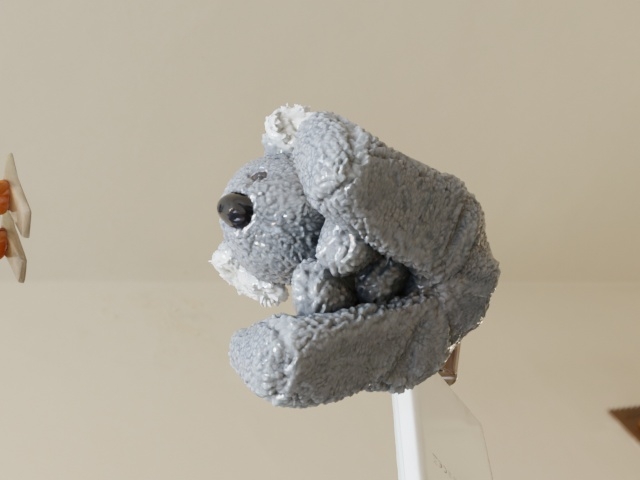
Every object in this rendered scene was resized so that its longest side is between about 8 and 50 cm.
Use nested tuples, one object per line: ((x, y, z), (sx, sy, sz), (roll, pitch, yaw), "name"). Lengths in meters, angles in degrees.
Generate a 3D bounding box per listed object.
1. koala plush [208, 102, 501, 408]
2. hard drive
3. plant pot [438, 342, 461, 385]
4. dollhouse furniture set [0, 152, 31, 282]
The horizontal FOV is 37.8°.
((0.000, 0.000, 0.714), (0.203, 0.221, 0.196), (9, -78, -41), "koala plush")
((0.164, 0.288, 1.211), (0.040, 0.307, 0.203), (-33, -67, 17), "hard drive")
((0.184, 0.171, 1.679), (0.166, 0.165, 0.167), (6, -30, 3), "plant pot")
((-0.412, -0.021, 0.901), (0.262, 0.135, 0.259), (-10, -37, -30), "dollhouse furniture set")
